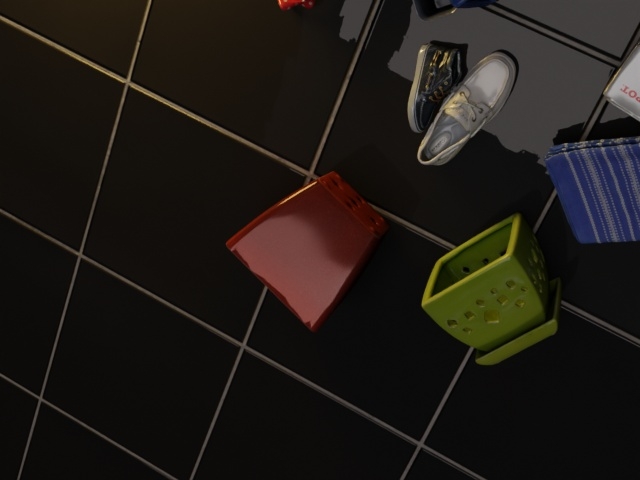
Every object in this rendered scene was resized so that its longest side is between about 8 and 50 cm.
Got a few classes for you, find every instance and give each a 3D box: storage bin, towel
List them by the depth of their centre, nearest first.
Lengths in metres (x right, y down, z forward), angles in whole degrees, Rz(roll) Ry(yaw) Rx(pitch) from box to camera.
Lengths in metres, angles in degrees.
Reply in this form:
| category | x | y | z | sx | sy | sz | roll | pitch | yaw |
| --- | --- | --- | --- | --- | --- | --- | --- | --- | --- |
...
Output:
| category | x | y | z | sx | sy | sz | roll | pitch | yaw |
| --- | --- | --- | --- | --- | --- | --- | --- | --- | --- |
| towel | 0.614 | -0.091 | 1.737 | 0.336 | 0.040 | 0.243 | -3 | 127 | 39 |
| storage bin | 0.221 | -0.506 | 1.795 | 0.098 | 0.091 | 0.135 | -14 | 102 | 26 |

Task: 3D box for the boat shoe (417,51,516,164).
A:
| category | x | y | z | sx | sy | sz | roll | pitch | yaw |
| --- | --- | --- | --- | --- | --- | --- | --- | --- | --- |
| boat shoe | 0.295 | -0.257 | 1.852 | 0.098 | 0.096 | 0.277 | 39 | 117 | 9 |

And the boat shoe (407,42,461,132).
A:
| category | x | y | z | sx | sy | sz | roll | pitch | yaw |
| --- | --- | --- | --- | --- | --- | --- | --- | --- | --- |
| boat shoe | 0.234 | -0.307 | 1.859 | 0.083 | 0.065 | 0.183 | 16 | 106 | 33 |

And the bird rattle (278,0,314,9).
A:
| category | x | y | z | sx | sy | sz | roll | pitch | yaw |
| --- | --- | --- | --- | --- | --- | --- | --- | --- | --- |
| bird rattle | -0.009 | -0.594 | 1.867 | 0.254 | 0.143 | 0.206 | -13 | 92 | 39 |

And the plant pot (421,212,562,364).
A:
| category | x | y | z | sx | sy | sz | roll | pitch | yaw |
| --- | --- | --- | --- | --- | --- | --- | --- | --- | --- |
| plant pot | 0.372 | 0.110 | 1.889 | 0.228 | 0.227 | 0.207 | -34 | 100 | 28 |

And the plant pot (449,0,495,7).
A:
| category | x | y | z | sx | sy | sz | roll | pitch | yaw |
| --- | --- | --- | --- | --- | --- | --- | --- | --- | --- |
| plant pot | 0.316 | -0.577 | 1.657 | 0.236 | 0.236 | 0.212 | -31 | 90 | 29 |

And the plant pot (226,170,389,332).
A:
| category | x | y | z | sx | sy | sz | roll | pitch | yaw |
| --- | --- | --- | --- | --- | --- | --- | --- | --- | --- |
| plant pot | 0.000 | 0.000 | 1.987 | 0.267 | 0.267 | 0.236 | 45 | 106 | 2 |

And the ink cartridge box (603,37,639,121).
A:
| category | x | y | z | sx | sy | sz | roll | pitch | yaw |
| --- | --- | --- | --- | --- | --- | --- | --- | --- | --- |
| ink cartridge box | 0.685 | -0.335 | 1.651 | 0.211 | 0.121 | 0.289 | 35 | 118 | 6 |
